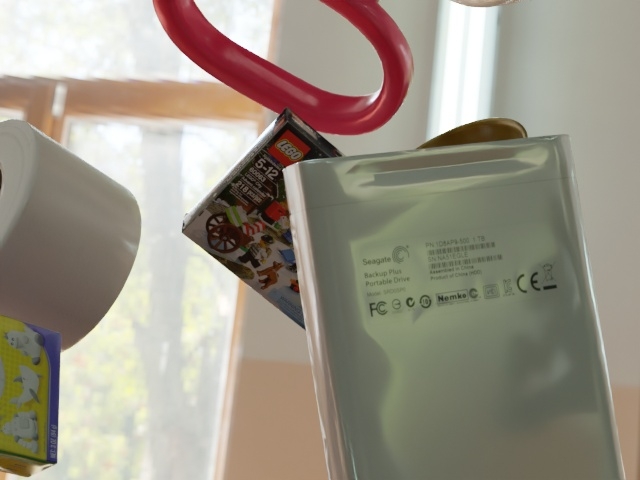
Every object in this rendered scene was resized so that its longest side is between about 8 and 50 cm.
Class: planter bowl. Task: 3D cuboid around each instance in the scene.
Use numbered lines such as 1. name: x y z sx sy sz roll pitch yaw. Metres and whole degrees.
1. planter bowl: 0.156 -0.036 1.617 0.217 0.217 0.090 -8 -54 43

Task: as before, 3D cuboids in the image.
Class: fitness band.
1. fitness band: -0.038 -0.218 1.449 0.290 0.054 0.209 30 -35 2

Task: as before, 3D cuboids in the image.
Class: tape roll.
1. tape roll: -0.358 -0.001 1.725 0.246 0.246 0.169 -8 -33 43

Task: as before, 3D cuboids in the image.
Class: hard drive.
1. hard drive: 0.108 0.108 1.050 0.233 0.353 0.047 -7 -3 -27

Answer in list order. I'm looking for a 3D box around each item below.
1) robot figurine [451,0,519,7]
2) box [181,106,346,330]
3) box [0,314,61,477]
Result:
1. robot figurine: 0.238 -0.395 1.776 0.299 0.200 0.353 10 19 37
2. box: 0.000 0.000 1.440 0.233 0.159 0.044 39 18 -18
3. box: -0.262 0.092 0.982 0.179 0.105 0.043 21 -36 -39
